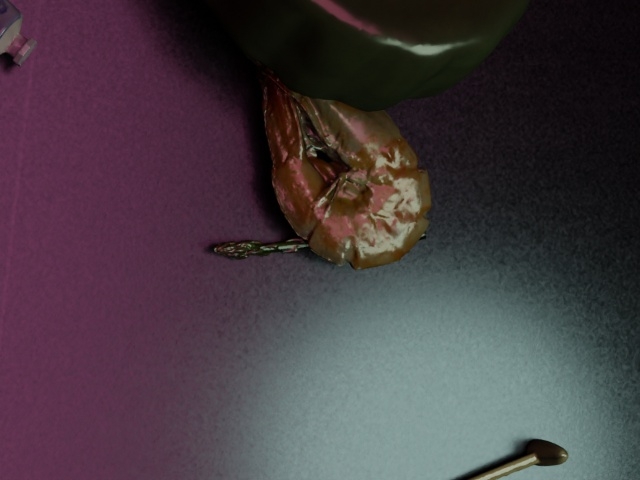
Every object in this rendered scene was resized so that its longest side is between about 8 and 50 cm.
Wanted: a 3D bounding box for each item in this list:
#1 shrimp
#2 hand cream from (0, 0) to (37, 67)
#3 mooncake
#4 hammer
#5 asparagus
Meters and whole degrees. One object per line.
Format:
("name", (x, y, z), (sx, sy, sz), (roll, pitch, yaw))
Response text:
("shrimp", (0.000, -0.101, 1.884), (0.154, 0.062, 0.294), (-36, 96, -17))
("hand cream", (-0.332, -0.218, 1.783), (0.142, 0.053, 0.084), (38, 77, -5))
("mooncake", (0.033, -0.297, 1.811), (0.351, 0.187, 0.351), (7, 72, -23))
("hammer", (0.164, 0.252, 1.947), (0.195, 0.060, 0.028), (-21, 96, -15))
("asparagus", (0.000, 0.000, 1.908), (0.232, 0.022, 0.023), (-7, 135, -22))
